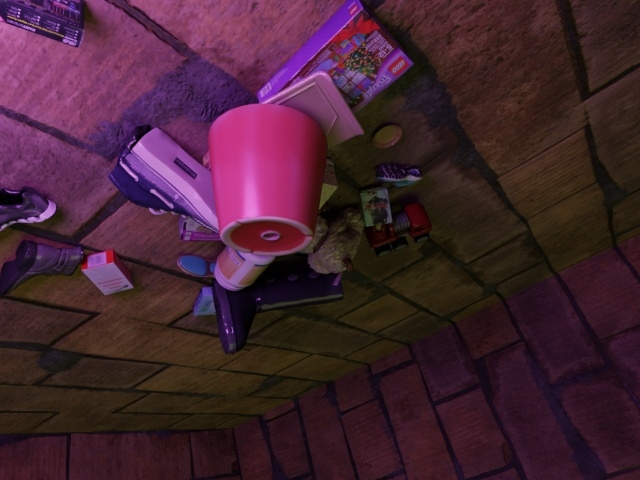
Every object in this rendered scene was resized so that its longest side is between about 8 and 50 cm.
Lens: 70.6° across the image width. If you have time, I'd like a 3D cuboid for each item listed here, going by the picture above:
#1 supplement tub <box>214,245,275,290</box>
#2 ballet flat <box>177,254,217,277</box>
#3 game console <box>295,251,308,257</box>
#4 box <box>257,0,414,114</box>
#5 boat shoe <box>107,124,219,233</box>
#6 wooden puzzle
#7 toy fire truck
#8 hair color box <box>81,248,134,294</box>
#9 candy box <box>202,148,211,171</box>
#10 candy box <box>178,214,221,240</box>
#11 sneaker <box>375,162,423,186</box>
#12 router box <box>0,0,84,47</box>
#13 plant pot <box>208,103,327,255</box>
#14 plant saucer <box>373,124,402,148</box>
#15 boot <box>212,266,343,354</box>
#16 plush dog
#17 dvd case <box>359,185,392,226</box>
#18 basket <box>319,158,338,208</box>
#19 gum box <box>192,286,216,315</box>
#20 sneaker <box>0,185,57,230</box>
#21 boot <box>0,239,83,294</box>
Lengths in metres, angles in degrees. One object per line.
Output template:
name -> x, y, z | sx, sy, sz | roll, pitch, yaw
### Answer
supplement tub -> -0.242, 0.059, 1.436 | 0.144, 0.144, 0.199 | 9, 140, -37
ballet flat -> -0.387, 0.096, 1.499 | 0.206, 0.073, 0.067 | 17, 149, -38
game console -> -0.028, 0.043, 1.598 | 0.071, 0.107, 0.122 | -30, 163, -42
box -> 0.033, -0.359, 1.000 | 0.293, 0.057, 0.201 | -36, 145, 28
boat shoe -> -0.333, -0.104, 1.073 | 0.158, 0.127, 0.340 | -32, 112, 31
wooden puzzle -> -0.045, -0.265, 1.020 | 0.239, 0.044, 0.221 | -19, 151, 19
toy fire truck -> 0.249, -0.078, 1.501 | 0.217, 0.158, 0.246 | -19, 159, 3
hair color box -> -0.647, 0.099, 1.380 | 0.093, 0.053, 0.167 | -14, 147, -9
candy box -> -0.187, -0.204, 1.139 | 0.187, 0.053, 0.109 | 9, 139, -40
candy box -> -0.293, -0.089, 1.247 | 0.159, 0.071, 0.233 | 0, 144, -26
sneaker -> 0.234, -0.187, 1.374 | 0.162, 0.063, 0.073 | 1, 147, -28
router box -> -0.442, -0.366, 0.712 | 0.122, 0.092, 0.038 | 10, 139, -37
plant pot -> -0.112, -0.112, 0.979 | 0.275, 0.243, 0.275 | -2, 155, -1
plant saucer -> 0.180, -0.287, 1.233 | 0.083, 0.015, 0.083 | -13, 149, -8
boot -> -0.129, 0.217, 1.558 | 0.445, 0.367, 0.146 | -3, 120, -18
plush dog -> 0.000, 0.000, 1.430 | 0.225, 0.210, 0.262 | 29, 112, -15
dvd case -> 0.176, -0.107, 1.423 | 0.087, 0.013, 0.119 | -7, 108, 11
basket -> -0.040, -0.146, 1.257 | 0.113, 0.103, 0.167 | 8, 141, -34
gum box -> -0.382, 0.234, 1.740 | 0.184, 0.041, 0.157 | 2, 143, -31
sneaker -> -0.751, -0.071, 1.040 | 0.234, 0.078, 0.106 | -18, 146, -8
boot -> -0.784, 0.088, 1.273 | 0.246, 0.083, 0.161 | -35, 151, 29
